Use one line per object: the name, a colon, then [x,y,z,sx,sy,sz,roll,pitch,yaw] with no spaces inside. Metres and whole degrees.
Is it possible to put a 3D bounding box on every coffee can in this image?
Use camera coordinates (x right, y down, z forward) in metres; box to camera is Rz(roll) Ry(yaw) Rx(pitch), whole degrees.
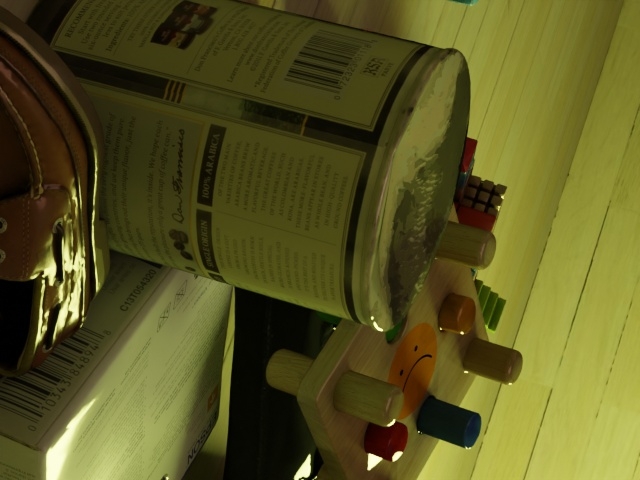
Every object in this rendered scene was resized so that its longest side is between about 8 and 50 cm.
coffee can: [-0.056,-0.067,1.025,0.201,0.275,0.201,16,90,-73]

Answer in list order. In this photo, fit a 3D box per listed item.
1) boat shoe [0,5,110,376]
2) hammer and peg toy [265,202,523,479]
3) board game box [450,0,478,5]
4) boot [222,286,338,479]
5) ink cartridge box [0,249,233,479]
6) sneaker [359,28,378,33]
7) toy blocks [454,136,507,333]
boat shoe: [-0.198,-0.019,0.903,0.307,0.111,0.104,80,29,-53]
hammer and peg toy: [0.050,0.163,1.332,0.361,0.127,0.266,-56,146,-28]
board game box: [0.220,-0.483,1.835,0.308,0.086,0.301,-43,145,-59]
boot: [-0.029,0.175,1.543,0.367,0.146,0.445,-73,166,-75]
ink cartridge box: [-0.169,0.146,1.195,0.330,0.071,0.324,101,15,-44]
sneaker: [0.051,-0.093,1.609,0.319,0.112,0.131,84,30,-52]
toy blocks: [0.139,0.044,1.793,0.261,0.191,0.381,89,22,-68]
